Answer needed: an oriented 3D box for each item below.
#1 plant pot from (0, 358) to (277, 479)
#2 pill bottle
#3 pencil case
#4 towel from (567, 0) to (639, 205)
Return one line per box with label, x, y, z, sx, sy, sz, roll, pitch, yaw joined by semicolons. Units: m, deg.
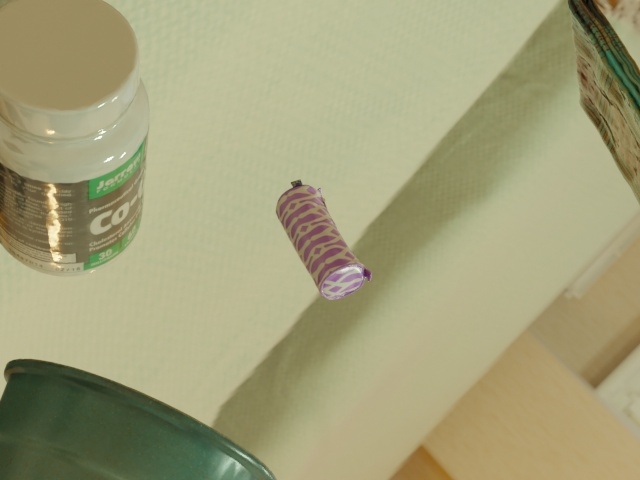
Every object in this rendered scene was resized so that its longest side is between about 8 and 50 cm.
plant pot;-0.268;0.355;1.203;0.341;0.341;0.334;76;35;-61
pill bottle;-0.312;-0.121;1.336;0.204;0.204;0.361;-31;162;-24
pencil case;0.000;0.000;1.774;0.088;0.206;0.086;-13;142;-20
towel;0.386;-0.085;1.280;0.040;0.370;0.271;-25;152;4
